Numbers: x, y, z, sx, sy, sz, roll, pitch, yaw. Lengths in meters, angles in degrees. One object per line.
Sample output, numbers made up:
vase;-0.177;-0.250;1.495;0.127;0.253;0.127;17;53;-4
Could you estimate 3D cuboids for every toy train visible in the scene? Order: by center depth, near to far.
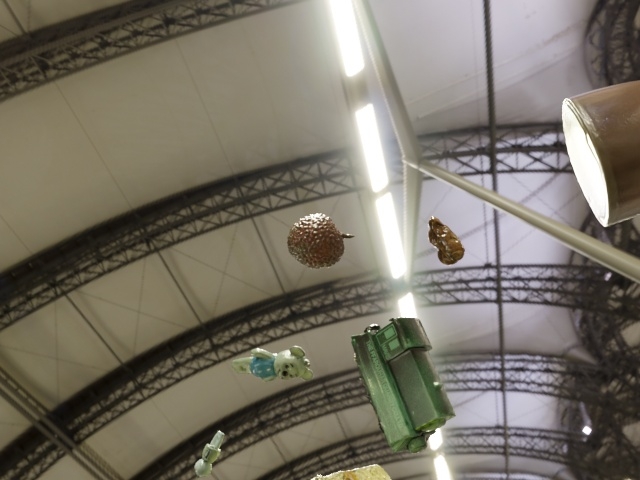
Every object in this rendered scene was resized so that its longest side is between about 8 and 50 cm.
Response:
toy train;0.202;0.337;1.462;0.138;0.330;0.178;14;-44;-46

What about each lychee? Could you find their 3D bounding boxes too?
lychee;0.000;0.000;1.751;0.197;0.165;0.165;-20;-50;-13

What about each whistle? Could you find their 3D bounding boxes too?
whistle;-0.224;0.436;1.220;0.035;0.035;0.100;41;-108;-49
whistle;-0.134;0.336;1.612;0.077;0.235;0.114;-61;-43;-54

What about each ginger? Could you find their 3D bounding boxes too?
ginger;0.385;0.004;1.858;0.073;0.162;0.103;-22;-23;-15

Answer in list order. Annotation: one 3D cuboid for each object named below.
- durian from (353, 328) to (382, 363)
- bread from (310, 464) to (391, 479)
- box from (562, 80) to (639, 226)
durian;0.190;0.361;1.905;0.144;0.139;0.252;-46;-39;-13
bread;0.012;0.614;1.206;0.345;0.242;0.405;10;-50;-47
box;0.685;-0.202;1.322;0.216;0.301;0.301;-17;-41;16
